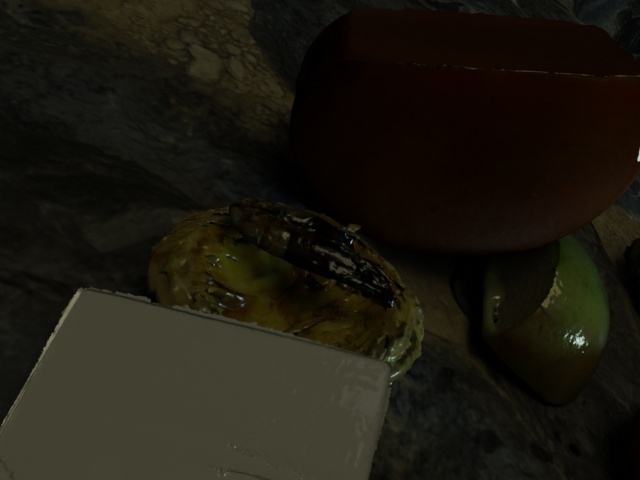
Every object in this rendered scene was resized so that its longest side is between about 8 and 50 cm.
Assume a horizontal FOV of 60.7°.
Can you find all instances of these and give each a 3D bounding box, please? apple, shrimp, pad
[{"bbox_3d":[0.299,0.071,0.689,0.193,0.120,0.265,39,40,-16],"label":"apple"},{"bbox_3d":[0.000,0.000,0.462,0.161,0.034,0.091,29,30,13],"label":"shrimp"},{"bbox_3d":[-0.080,0.116,0.331,0.232,0.004,0.156,12,58,10],"label":"pad"}]

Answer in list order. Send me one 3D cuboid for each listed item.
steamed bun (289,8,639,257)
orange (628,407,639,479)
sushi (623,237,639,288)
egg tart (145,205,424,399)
[{"bbox_3d":[0.156,-0.120,0.648,0.379,0.248,0.235,4,38,2],"label":"steamed bun"},{"bbox_3d":[0.447,0.246,0.581,0.224,0.170,0.224,21,44,-21],"label":"orange"},{"bbox_3d":[0.717,0.100,0.877,0.351,0.240,0.397,17,46,-25],"label":"sushi"},{"bbox_3d":[-0.030,0.060,0.468,0.231,0.098,0.252,32,35,8],"label":"egg tart"}]
